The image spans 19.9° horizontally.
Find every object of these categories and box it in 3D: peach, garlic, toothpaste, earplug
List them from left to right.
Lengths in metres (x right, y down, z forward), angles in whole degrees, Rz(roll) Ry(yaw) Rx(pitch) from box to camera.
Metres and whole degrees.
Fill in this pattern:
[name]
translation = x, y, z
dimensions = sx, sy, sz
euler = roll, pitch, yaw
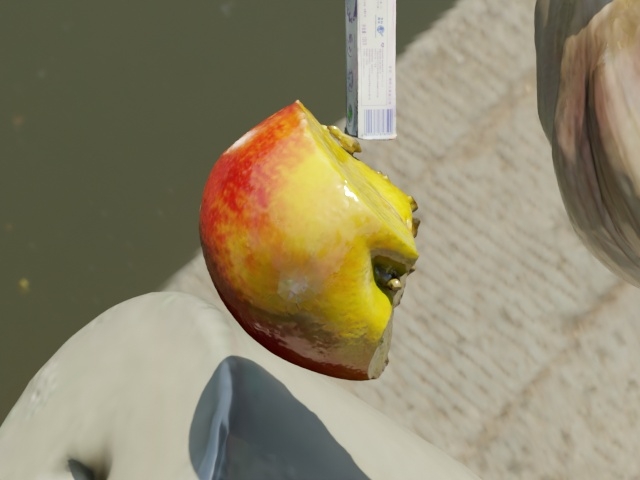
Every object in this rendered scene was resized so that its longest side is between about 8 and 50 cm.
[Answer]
[earplug]
translation = -0.026, 0.258, 1.259
dimensions = 0.313, 0.394, 0.312
euler = -35, 36, 31
[peach]
translation = -0.007, 0.000, 0.962
dimensions = 0.118, 0.151, 0.151
euler = 1, 64, 4
[toothpaste]
translation = 0.042, -0.179, 1.476
dimensions = 0.040, 0.047, 0.196
euler = -2, 97, -14
[garlic]
translation = 0.263, -0.110, 1.120
dimensions = 0.241, 0.322, 0.322
euler = 1, 55, -30
